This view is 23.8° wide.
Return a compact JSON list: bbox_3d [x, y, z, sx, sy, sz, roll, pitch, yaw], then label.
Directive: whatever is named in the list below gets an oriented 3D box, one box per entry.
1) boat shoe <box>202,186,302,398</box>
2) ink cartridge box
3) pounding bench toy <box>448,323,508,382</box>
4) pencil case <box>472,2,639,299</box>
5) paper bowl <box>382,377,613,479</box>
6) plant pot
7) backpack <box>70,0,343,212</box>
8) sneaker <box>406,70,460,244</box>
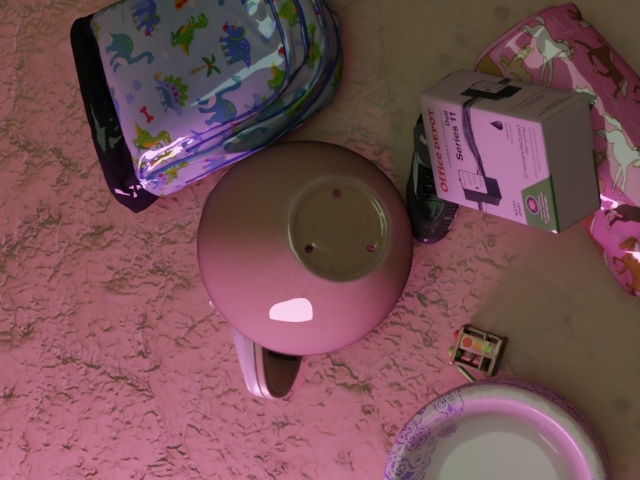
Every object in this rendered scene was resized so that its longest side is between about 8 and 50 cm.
[{"bbox_3d":[-0.094,0.065,2.053,0.103,0.113,0.302,-8,82,30],"label":"boat shoe"},{"bbox_3d":[0.227,-0.111,1.835,0.208,0.087,0.153,19,131,48],"label":"ink cartridge box"},{"bbox_3d":[0.200,0.157,1.989,0.065,0.052,0.083,19,95,16],"label":"pounding bench toy"},{"bbox_3d":[0.355,-0.107,1.893,0.160,0.167,0.386,-31,79,-30],"label":"pencil case"},{"bbox_3d":[0.230,0.316,1.930,0.284,0.148,0.284,0,90,16],"label":"paper bowl"},{"bbox_3d":[0.000,0.000,1.914,0.284,0.191,0.284,2,83,-15],"label":"plant pot"},{"bbox_3d":[-0.143,-0.231,2.008,0.356,0.273,0.290,-15,79,3],"label":"backpack"},{"bbox_3d":[0.151,-0.111,1.976,0.078,0.106,0.234,14,94,17],"label":"sneaker"}]
